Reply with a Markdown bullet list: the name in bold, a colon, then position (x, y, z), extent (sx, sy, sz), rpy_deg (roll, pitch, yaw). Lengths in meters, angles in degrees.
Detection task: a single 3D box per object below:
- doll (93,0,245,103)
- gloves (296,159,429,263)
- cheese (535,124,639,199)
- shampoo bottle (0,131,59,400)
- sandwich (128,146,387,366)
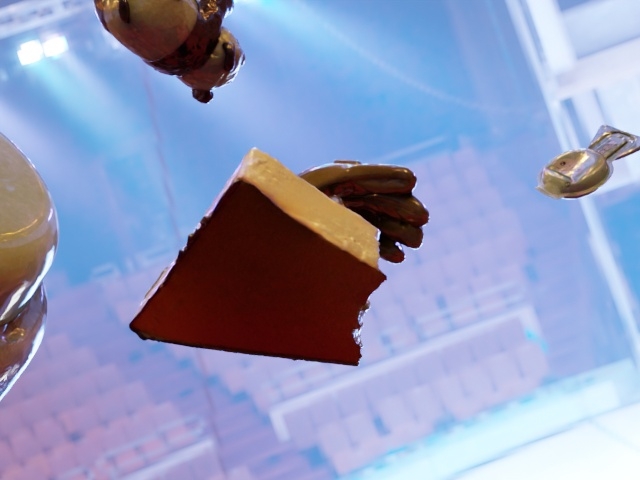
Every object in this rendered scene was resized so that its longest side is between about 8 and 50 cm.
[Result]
- **doll**: position (-0.200, -0.288, 2.189), extent (0.143, 0.135, 0.234), rpy_deg (-27, -42, 27)
- **gloves**: position (-0.004, -0.012, 2.060), extent (0.331, 0.141, 0.154), rpy_deg (-33, -45, 29)
- **cheese**: position (0.248, -0.070, 1.507), extent (0.120, 0.026, 0.067), rpy_deg (-35, 41, -28)
- **shampoo bottle**: position (-0.407, 0.041, 1.424), extent (0.317, 0.322, 0.322), rpy_deg (-52, -12, 22)
- **sandwich**: position (-0.036, 0.042, 1.230), extent (0.193, 0.162, 0.058), rpy_deg (-50, 9, 39)
